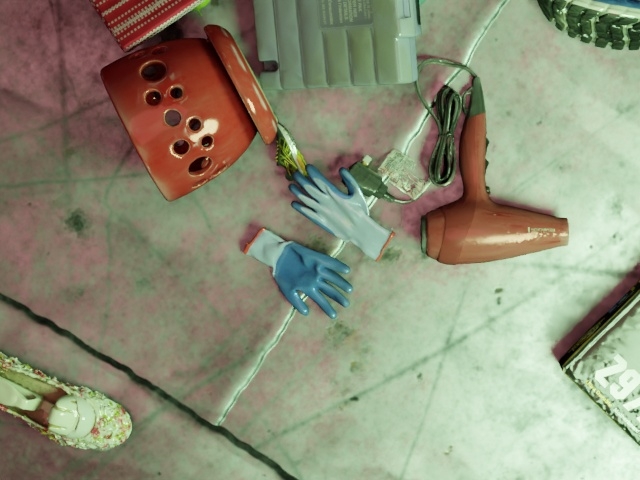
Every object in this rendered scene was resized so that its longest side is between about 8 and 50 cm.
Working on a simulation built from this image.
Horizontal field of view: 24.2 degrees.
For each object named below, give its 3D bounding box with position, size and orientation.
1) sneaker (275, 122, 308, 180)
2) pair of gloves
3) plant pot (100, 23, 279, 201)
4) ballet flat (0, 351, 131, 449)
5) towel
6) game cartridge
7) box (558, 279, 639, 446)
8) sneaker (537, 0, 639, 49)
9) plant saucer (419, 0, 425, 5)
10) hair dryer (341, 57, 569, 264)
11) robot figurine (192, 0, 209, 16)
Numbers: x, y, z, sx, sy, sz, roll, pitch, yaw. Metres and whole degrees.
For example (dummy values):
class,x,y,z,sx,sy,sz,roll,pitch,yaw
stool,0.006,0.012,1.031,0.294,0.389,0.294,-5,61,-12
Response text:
class,x,y,z,sx,sy,sz,roll,pitch,yaw
sneaker,-0.047,-0.115,1.951,0.035,0.031,0.083,-28,91,6
pair of gloves,0.000,0.000,1.936,0.159,0.023,0.198,37,112,5
plant pot,-0.162,-0.170,1.879,0.174,0.191,0.191,-29,91,0
ballet flat,-0.369,0.219,1.974,0.241,0.077,0.091,21,94,2
towel,-0.230,-0.390,1.898,0.199,0.031,0.274,-34,68,5
game cartridge,0.012,-0.367,1.853,0.230,0.068,0.355,1,101,32
box,0.507,0.181,1.910,0.322,0.079,0.257,45,97,0
sneaker,0.433,-0.323,1.872,0.330,0.130,0.147,2,80,1
plant saucer,0.094,-0.353,1.930,0.119,0.021,0.119,0,94,4
hair dryer,0.195,-0.076,1.912,0.293,0.080,0.223,39,95,0
robot figurine,-0.169,-0.349,1.926,0.101,0.067,0.115,7,93,9
